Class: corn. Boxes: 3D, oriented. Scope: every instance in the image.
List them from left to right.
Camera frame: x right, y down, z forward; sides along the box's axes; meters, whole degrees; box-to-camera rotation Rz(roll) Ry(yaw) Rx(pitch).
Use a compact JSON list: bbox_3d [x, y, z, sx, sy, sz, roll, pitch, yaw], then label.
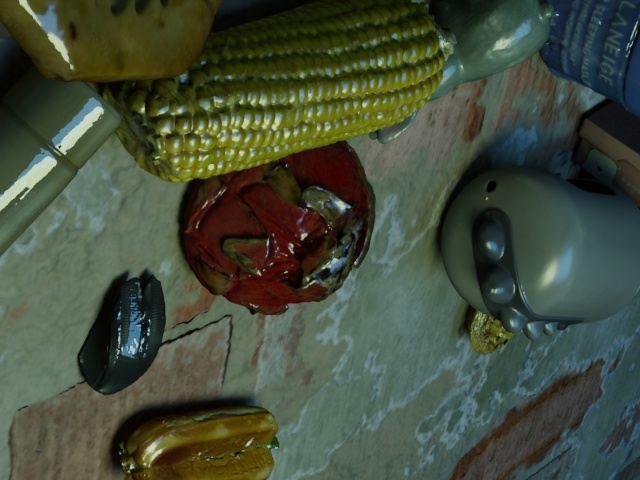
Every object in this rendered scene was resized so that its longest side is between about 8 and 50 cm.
[{"bbox_3d":[-0.031,-0.146,1.138,0.387,0.144,0.144,-23,134,-37],"label":"corn"}]

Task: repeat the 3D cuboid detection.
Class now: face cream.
[{"bbox_3d":[-0.300,0.002,0.960,0.341,0.084,0.137,-48,156,-3],"label":"face cream"},{"bbox_3d":[0.430,-0.286,1.558,0.249,0.225,0.249,-37,145,-33],"label":"face cream"}]

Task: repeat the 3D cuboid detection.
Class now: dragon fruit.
[{"bbox_3d":[-0.015,-0.008,1.241,0.218,0.148,0.223,-27,131,-33],"label":"dragon fruit"}]

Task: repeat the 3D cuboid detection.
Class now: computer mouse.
[{"bbox_3d":[-0.189,0.099,1.208,0.079,0.047,0.135,0,114,-54],"label":"computer mouse"}]

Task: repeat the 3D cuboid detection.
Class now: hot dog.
[{"bbox_3d":[-0.134,0.240,1.382,0.250,0.076,0.104,-1,98,-57],"label":"hot dog"}]

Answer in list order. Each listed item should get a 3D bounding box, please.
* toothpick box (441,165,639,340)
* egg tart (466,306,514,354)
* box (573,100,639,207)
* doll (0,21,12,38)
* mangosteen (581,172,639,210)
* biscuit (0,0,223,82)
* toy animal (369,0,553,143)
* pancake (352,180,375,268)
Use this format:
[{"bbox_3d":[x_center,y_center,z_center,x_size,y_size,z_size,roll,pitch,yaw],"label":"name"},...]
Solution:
[{"bbox_3d":[0.294,0.019,1.633,0.316,0.229,0.229,5,113,-54],"label":"toothpick box"},{"bbox_3d":[0.256,0.108,1.814,0.129,0.049,0.128,-28,131,-38],"label":"egg tart"},{"bbox_3d":[0.520,-0.132,1.818,0.215,0.215,0.086,-32,150,-37],"label":"box"},{"bbox_3d":[-0.237,-0.212,0.815,0.257,0.117,0.182,6,117,-57],"label":"doll"},{"bbox_3d":[0.455,-0.057,1.890,0.137,0.137,0.151,1,81,-54],"label":"mangosteen"},{"bbox_3d":[-0.147,-0.275,0.810,0.359,0.046,0.359,-3,90,-65],"label":"biscuit"},{"bbox_3d":[0.143,-0.209,1.346,0.236,0.138,0.108,-34,111,-12],"label":"toy animal"},{"bbox_3d":[0.000,0.000,1.406,0.190,0.020,0.184,-41,145,-25],"label":"pancake"}]
